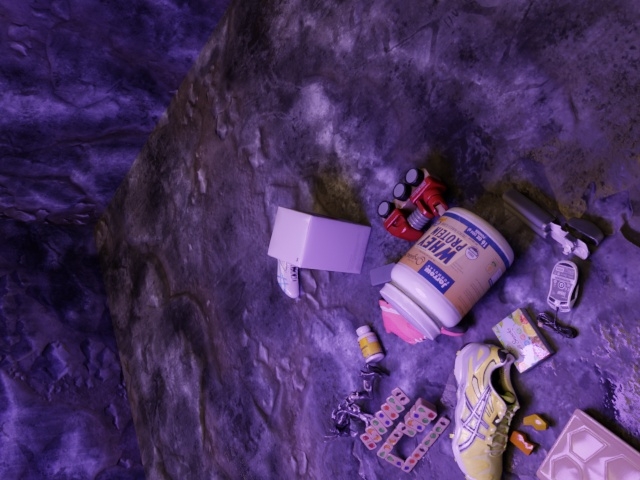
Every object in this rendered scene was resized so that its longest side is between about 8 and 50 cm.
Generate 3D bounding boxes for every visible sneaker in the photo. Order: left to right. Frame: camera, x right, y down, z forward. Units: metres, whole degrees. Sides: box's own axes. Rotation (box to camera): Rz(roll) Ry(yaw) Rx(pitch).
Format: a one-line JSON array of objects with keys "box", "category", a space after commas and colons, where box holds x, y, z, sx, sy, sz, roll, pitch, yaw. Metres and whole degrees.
[{"box": [-0.120, 0.108, 2.156, 0.086, 0.085, 0.237, -31, 64, 44], "category": "sneaker"}, {"box": [0.314, 0.256, 1.690, 0.314, 0.116, 0.136, 12, 109, 48], "category": "sneaker"}, {"box": [0.438, 0.463, 1.465, 0.147, 0.145, 0.384, -15, 74, 56], "category": "sneaker"}]

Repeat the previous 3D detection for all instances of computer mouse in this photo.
[{"box": [0.619, 0.145, 1.418, 0.106, 0.042, 0.192, 22, 105, 50], "category": "computer mouse"}]

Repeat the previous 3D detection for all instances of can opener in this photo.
[{"box": [0.600, -0.050, 1.460, 0.093, 0.074, 0.280, -40, 50, -8], "category": "can opener"}]

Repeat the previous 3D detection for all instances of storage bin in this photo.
[{"box": [0.228, 0.118, 1.789, 0.135, 0.091, 0.098, -21, 69, 43], "category": "storage bin"}]

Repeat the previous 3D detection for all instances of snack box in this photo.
[{"box": [0.538, 0.266, 1.482, 0.100, 0.037, 0.141, -48, 53, 31], "category": "snack box"}]

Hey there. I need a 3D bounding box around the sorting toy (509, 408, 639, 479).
[{"box": [0.626, 0.529, 1.354, 0.307, 0.041, 0.229, 38, 115, 43], "category": "sorting toy"}]

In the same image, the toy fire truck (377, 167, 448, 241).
[{"box": [0.324, -0.064, 1.700, 0.217, 0.159, 0.246, -50, 41, 28], "category": "toy fire truck"}]

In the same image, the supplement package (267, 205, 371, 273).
[{"box": [0.000, 0.000, 1.899, 0.178, 0.293, 0.175, 19, 97, 45], "category": "supplement package"}]

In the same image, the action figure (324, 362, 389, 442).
[{"box": [0.123, 0.536, 1.759, 0.141, 0.164, 0.275, 30, 91, 8], "category": "action figure"}]

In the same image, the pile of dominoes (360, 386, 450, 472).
[{"box": [0.244, 0.570, 1.646, 0.251, 0.196, 0.040, -60, 3, 21], "category": "pile of dominoes"}]

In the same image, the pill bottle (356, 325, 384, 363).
[{"box": [0.161, 0.343, 1.841, 0.065, 0.065, 0.116, -43, 55, 33], "category": "pill bottle"}]

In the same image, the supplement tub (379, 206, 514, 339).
[{"box": [0.336, 0.090, 1.508, 0.316, 0.228, 0.228, -46, 47, -6], "category": "supplement tub"}]
